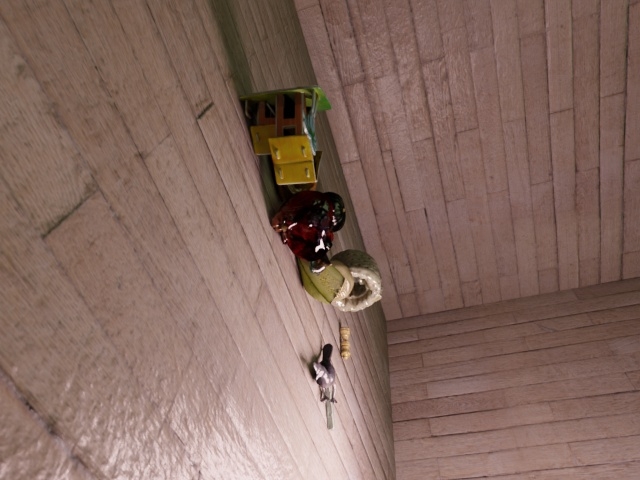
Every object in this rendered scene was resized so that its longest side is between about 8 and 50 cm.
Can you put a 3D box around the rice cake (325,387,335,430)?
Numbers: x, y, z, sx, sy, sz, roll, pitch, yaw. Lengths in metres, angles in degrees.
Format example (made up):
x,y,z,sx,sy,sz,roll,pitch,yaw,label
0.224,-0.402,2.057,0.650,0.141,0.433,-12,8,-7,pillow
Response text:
x,y,z,sx,sy,sz,roll,pitch,yaw,label
0.038,0.681,1.915,0.033,0.028,0.171,52,29,-57,rice cake

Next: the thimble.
x,y,z,sx,sy,sz,roll,pitch,yaw,label
0.168,0.199,2.352,0.195,0.291,0.292,-88,161,-52,thimble

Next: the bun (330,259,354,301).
x,y,z,sx,sy,sz,roll,pitch,yaw,label
0.056,0.175,2.156,0.193,0.178,0.128,57,19,-18,bun

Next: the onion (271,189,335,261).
x,y,z,sx,sy,sz,roll,pitch,yaw,label
-0.052,-0.052,1.805,0.280,0.221,0.281,-13,107,-50,onion

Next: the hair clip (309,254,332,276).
x,y,z,sx,sy,sz,roll,pitch,yaw,label
0.001,0.001,2.001,0.110,0.096,0.359,21,40,-23,hair clip

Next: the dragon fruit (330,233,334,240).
x,y,z,sx,sy,sz,roll,pitch,yaw,label
-0.022,-0.013,2.189,0.111,0.152,0.153,131,-39,-51,dragon fruit

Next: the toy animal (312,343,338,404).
x,y,z,sx,sy,sz,roll,pitch,yaw,label
0.024,0.541,1.867,0.367,0.081,0.206,11,69,-81,toy animal

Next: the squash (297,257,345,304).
x,y,z,sx,sy,sz,roll,pitch,yaw,label
-0.009,0.128,1.963,0.237,0.203,0.155,-49,146,-63,squash

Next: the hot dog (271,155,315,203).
x,y,z,sx,sy,sz,roll,pitch,yaw,label
-0.113,-0.287,1.913,0.195,0.122,0.273,-6,86,-39,hot dog

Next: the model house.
x,y,z,sx,sy,sz,roll,pitch,yaw,label
-0.133,-0.363,1.628,0.340,0.299,0.324,21,66,-75,model house

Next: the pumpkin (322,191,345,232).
x,y,z,sx,sy,sz,roll,pitch,yaw,label
0.051,-0.149,2.480,0.220,0.161,0.221,-10,90,-73,pumpkin

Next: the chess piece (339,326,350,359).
x,y,z,sx,sy,sz,roll,pitch,yaw,label
0.127,0.530,2.412,0.060,0.060,0.172,65,20,-45,chess piece
